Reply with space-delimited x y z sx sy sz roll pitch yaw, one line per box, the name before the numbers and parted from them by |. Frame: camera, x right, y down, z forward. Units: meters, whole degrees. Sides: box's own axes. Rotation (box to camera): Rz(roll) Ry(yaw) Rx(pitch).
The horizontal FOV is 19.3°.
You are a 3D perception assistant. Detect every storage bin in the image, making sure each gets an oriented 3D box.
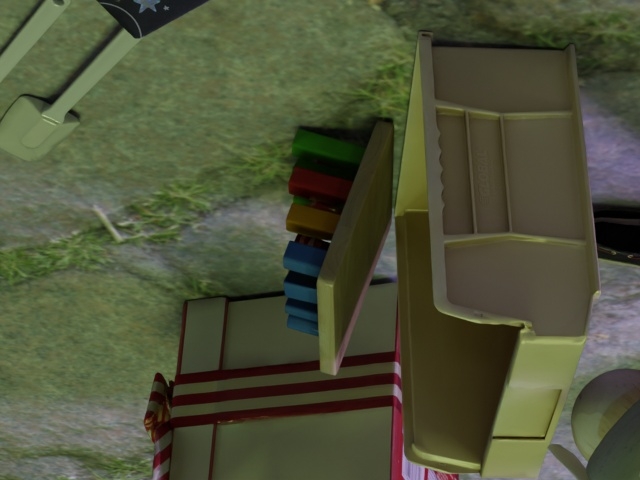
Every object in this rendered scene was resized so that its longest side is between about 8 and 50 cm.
storage bin | 0.130 0.020 1.476 0.123 0.260 0.262 1 149 -3

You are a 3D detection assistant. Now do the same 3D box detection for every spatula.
spatula | -0.243 -0.141 1.481 0.168 0.019 0.242 25 142 -23

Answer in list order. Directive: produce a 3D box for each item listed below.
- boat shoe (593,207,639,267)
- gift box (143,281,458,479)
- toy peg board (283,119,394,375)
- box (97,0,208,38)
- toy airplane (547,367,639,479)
boat shoe | 0.287 -0.001 1.626 0.133 0.049 0.042 5 158 6
gift box | -0.021 0.207 1.802 0.258 0.276 0.255 -6 143 19
toy peg board | 0.000 0.000 1.565 0.079 0.161 0.161 15 151 11
box | -0.120 -0.269 1.071 0.142 0.163 0.247 -24 134 23
toy airplane | 0.326 0.150 1.449 0.272 0.384 0.386 21 143 26
